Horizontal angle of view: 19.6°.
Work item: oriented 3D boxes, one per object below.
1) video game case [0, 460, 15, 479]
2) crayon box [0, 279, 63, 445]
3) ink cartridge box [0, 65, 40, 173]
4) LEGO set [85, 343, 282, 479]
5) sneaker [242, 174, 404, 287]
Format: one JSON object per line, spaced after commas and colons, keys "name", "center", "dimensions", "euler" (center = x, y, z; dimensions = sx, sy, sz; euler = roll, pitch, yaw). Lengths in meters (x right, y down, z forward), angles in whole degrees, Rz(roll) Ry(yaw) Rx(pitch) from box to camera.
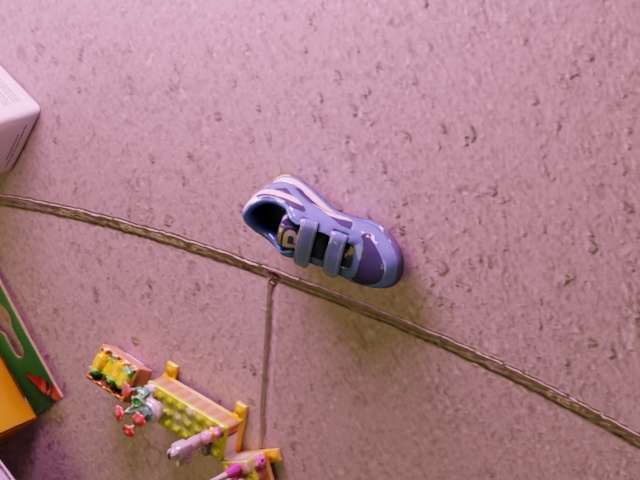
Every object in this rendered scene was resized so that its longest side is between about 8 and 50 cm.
{"name": "video game case", "center": [-0.325, 0.270, 1.739], "dimensions": [0.157, 0.019, 0.143], "euler": [-37, 90, 36]}
{"name": "crayon box", "center": [-0.405, 0.138, 1.814], "dimensions": [0.318, 0.081, 0.202], "euler": [-36, 81, 40]}
{"name": "ink cartridge box", "center": [-0.378, -0.113, 1.621], "dimensions": [0.153, 0.208, 0.087], "euler": [46, 128, 18]}
{"name": "LEGO set", "center": [-0.118, 0.204, 1.587], "dimensions": [0.132, 0.107, 0.287], "euler": [-40, 79, 40]}
{"name": "sneaker", "center": [0.000, 0.000, 1.455], "dimensions": [0.144, 0.059, 0.053], "euler": [28, 119, 28]}
